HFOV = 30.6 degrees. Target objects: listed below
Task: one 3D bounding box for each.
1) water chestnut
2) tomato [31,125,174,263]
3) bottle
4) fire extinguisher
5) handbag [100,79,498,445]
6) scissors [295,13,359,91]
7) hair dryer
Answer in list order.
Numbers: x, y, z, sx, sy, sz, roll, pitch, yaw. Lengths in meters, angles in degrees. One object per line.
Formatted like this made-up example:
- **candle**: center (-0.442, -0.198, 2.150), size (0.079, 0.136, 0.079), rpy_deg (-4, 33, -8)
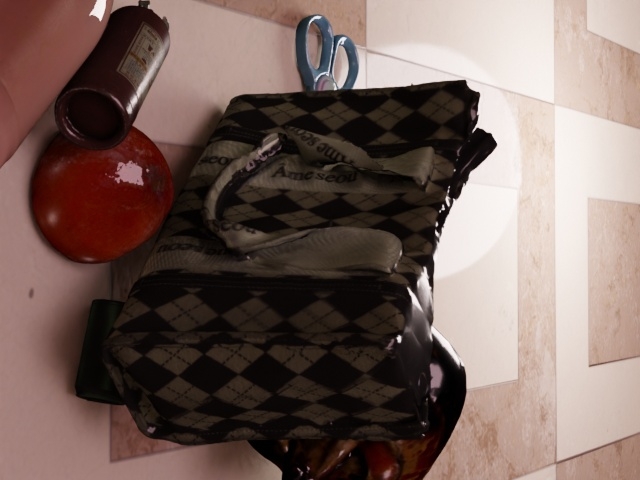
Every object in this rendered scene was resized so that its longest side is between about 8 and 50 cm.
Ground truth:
- **water chestnut**: center (0.022, 0.180, 1.339), size (0.244, 0.289, 0.289), rpy_deg (-20, 109, -22)
- **tomato**: center (-0.198, -0.050, 1.144), size (0.159, 0.091, 0.139), rpy_deg (-44, 122, -45)
- **bottle**: center (-0.270, -0.192, 0.988), size (0.206, 0.173, 0.297), rpy_deg (98, 14, -52)
- **fire extinguisher**: center (-0.191, -0.165, 1.143), size (0.231, 0.071, 0.099), rpy_deg (-78, 172, -54)
- **handbag**: center (0.000, 0.000, 1.181), size (0.416, 0.317, 0.180), rpy_deg (-71, 147, -45)
- **scissors**: center (-0.003, -0.158, 1.491), size (0.125, 0.030, 0.256), rpy_deg (31, 62, -50)
- **hair dryer**: center (-0.176, 0.129, 1.216), size (0.198, 0.057, 0.100), rpy_deg (29, 67, -58)
